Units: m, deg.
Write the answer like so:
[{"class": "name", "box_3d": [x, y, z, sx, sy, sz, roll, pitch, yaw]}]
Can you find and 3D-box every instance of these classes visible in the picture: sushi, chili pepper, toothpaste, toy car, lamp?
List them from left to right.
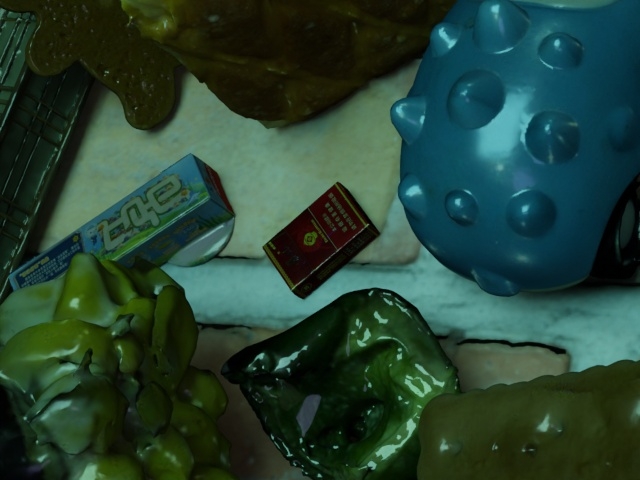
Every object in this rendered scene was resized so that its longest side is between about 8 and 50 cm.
[{"class": "lamp", "box_3d": [-0.278, -0.061, 1.596, 0.089, 0.090, 0.325, 11, 74, 42]}, {"class": "sushi", "box_3d": [-0.185, 0.192, 1.329, 0.285, 0.328, 0.329, -22, 100, -11]}, {"class": "toothpaste", "box_3d": [-0.162, 0.013, 1.533, 0.193, 0.044, 0.070, -33, 57, 13]}, {"class": "chili pepper", "box_3d": [0.061, 0.160, 1.323, 0.148, 0.116, 0.264, -36, 57, -3]}, {"class": "toy car", "box_3d": [0.147, -0.093, 1.323, 0.188, 0.190, 0.255, 13, 74, 33]}]

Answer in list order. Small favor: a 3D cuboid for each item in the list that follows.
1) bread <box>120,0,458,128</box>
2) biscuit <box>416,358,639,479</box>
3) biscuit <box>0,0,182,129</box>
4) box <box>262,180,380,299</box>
[{"class": "bread", "box_3d": [-0.015, -0.261, 1.433, 0.279, 0.279, 0.207, -30, 60, 13]}, {"class": "biscuit", "box_3d": [0.179, 0.170, 1.083, 0.325, 0.044, 0.217, -15, 66, 43]}, {"class": "biscuit", "box_3d": [-0.192, -0.192, 1.559, 0.138, 0.205, 0.031, -61, 23, -4]}, {"class": "box", "box_3d": [0.000, 0.000, 1.464, 0.082, 0.023, 0.051, -40, 55, 8]}]
